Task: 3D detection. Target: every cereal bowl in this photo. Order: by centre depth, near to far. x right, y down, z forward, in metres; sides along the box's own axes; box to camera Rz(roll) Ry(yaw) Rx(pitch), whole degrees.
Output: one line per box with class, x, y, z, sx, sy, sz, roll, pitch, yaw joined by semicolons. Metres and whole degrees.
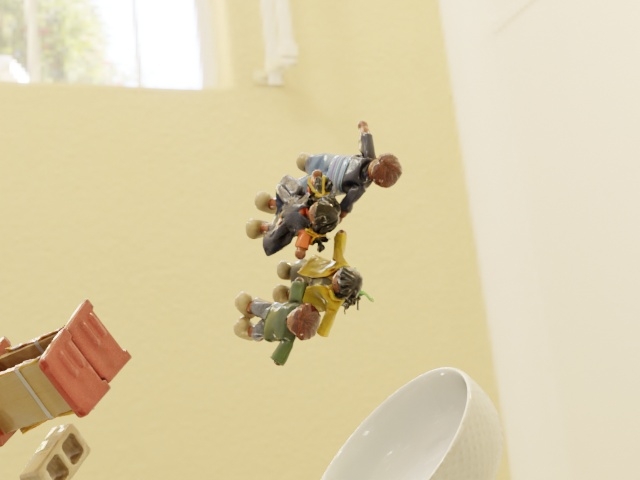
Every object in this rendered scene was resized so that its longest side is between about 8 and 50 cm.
cereal bowl;0.140;0.351;1.829;0.339;0.141;0.339;-44;-166;14

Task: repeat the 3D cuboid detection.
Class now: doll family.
doll family;0.000;0.000;0.955;0.111;0.076;0.193;-4;-101;58

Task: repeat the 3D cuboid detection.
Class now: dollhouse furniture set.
dollhouse furniture set;-0.348;0.301;1.916;0.201;0.152;0.374;-21;-68;30
